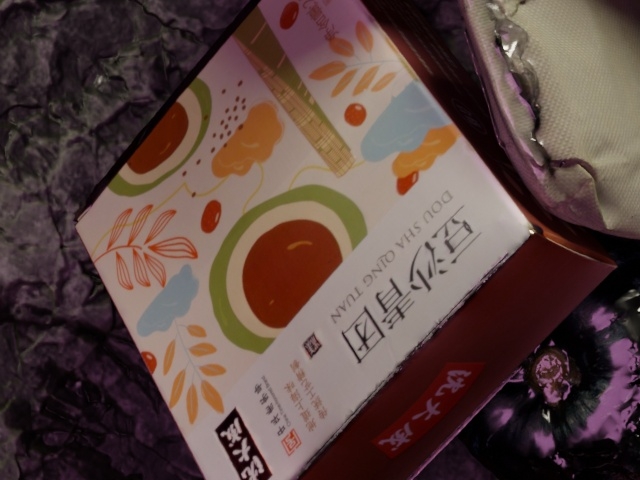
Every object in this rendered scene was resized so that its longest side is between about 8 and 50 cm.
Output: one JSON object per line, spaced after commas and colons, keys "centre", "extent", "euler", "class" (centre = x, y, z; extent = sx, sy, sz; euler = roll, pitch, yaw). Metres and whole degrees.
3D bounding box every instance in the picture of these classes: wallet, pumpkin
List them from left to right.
{"centre": [0.212, 0.106, 1.454], "extent": [0.233, 0.163, 0.233], "euler": [0, 90, 27], "class": "pumpkin"}
{"centre": [0.204, -0.137, 1.380], "extent": [0.068, 0.275, 0.335], "euler": [-23, 79, 35], "class": "wallet"}

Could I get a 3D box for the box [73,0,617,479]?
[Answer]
{"centre": [0.000, 0.000, 1.466], "extent": [0.344, 0.122, 0.385], "euler": [-48, 50, 19], "class": "box"}
